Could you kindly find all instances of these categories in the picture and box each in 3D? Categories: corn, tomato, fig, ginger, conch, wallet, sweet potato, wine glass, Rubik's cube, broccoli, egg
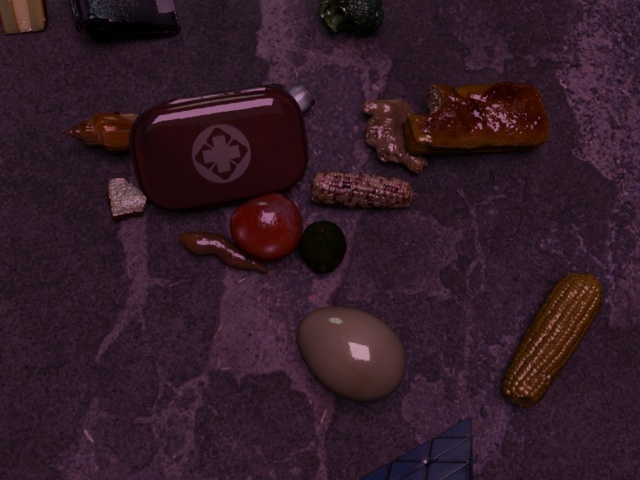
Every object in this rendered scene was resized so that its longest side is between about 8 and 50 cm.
[{"bbox_3d":[0.531,0.220,1.730,0.120,0.120,0.363,37,73,5],"label":"corn"},{"bbox_3d":[-0.119,-0.034,1.706,0.168,0.167,0.167,2,73,-6],"label":"tomato"},{"bbox_3d":[0.000,0.000,1.709,0.117,0.177,0.117,-4,66,10],"label":"fig"},{"bbox_3d":[0.101,-0.118,1.802,0.254,0.086,0.086,5,73,-6],"label":"corn"},{"bbox_3d":[0.176,-0.255,1.861,0.138,0.074,0.213,-13,81,-10],"label":"ginger"},{"bbox_3d":[-0.432,-0.250,1.783,0.331,0.109,0.093,1,106,-24],"label":"conch"},{"bbox_3d":[-0.493,-0.608,1.866,0.262,0.071,0.220,-7,70,-32],"label":"wallet"},{"bbox_3d":[-0.220,0.023,1.739,0.219,0.051,0.065,19,68,-1],"label":"sweet potato"},{"bbox_3d":[-0.092,-0.313,1.849,0.155,0.072,0.072,-41,81,-16],"label":"wine glass"},{"bbox_3d":[0.254,0.526,1.589,0.228,0.228,0.233,-58,42,18],"label":"Rubik's cube"},{"bbox_3d":[0.074,-0.598,1.911,0.156,0.195,0.195,-34,79,5],"label":"broccoli"},{"bbox_3d":[0.065,0.240,1.633,0.254,0.188,0.188,33,72,11],"label":"egg"}]

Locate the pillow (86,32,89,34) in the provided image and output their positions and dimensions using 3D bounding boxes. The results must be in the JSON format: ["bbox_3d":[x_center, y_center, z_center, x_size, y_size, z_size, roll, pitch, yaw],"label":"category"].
[{"bbox_3d":[-0.567,-0.581,1.881,0.091,0.055,0.135,-23,78,-45],"label":"pillow"}]

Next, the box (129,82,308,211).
[{"bbox_3d":[-0.228,-0.209,1.734,0.404,0.108,0.263,-12,107,-8],"label":"box"}]

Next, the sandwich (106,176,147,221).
[{"bbox_3d":[-0.449,-0.101,1.759,0.093,0.035,0.104,-16,74,-10],"label":"sandwich"}]

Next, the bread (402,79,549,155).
[{"bbox_3d":[0.377,-0.305,1.853,0.381,0.109,0.185,-5,76,-18],"label":"bread"}]

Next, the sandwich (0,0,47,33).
[{"bbox_3d":[-0.739,-0.621,1.831,0.117,0.144,0.187,-8,74,-6],"label":"sandwich"}]
